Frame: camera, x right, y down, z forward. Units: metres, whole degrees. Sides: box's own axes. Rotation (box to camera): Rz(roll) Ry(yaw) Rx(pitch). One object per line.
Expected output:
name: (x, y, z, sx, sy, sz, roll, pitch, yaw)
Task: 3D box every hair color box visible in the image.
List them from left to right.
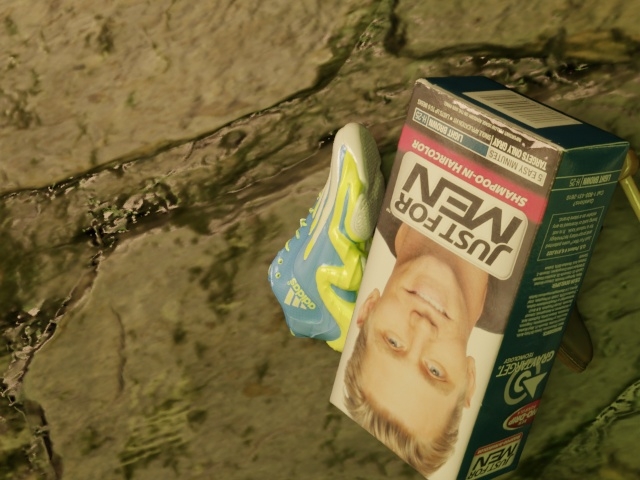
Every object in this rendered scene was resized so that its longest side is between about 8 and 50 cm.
hair color box: (0.136, 0.040, 1.011, 0.174, 0.105, 0.347, 33, 120, 39)

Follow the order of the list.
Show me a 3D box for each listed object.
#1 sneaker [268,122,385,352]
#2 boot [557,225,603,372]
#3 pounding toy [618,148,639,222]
sneaker: (0.000, 0.000, 1.124, 0.126, 0.091, 0.240, 1, 97, 18)
boot: (0.238, 0.014, 1.057, 0.106, 0.082, 0.219, -27, 86, 21)
pounding toy: (0.365, -0.053, 1.009, 0.206, 0.094, 0.181, 21, 107, 24)
